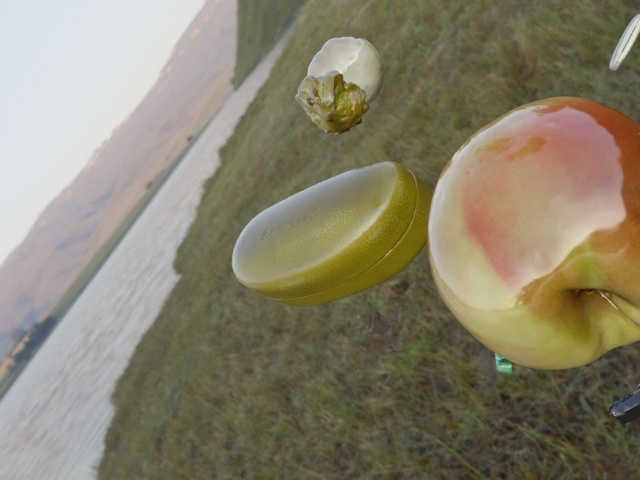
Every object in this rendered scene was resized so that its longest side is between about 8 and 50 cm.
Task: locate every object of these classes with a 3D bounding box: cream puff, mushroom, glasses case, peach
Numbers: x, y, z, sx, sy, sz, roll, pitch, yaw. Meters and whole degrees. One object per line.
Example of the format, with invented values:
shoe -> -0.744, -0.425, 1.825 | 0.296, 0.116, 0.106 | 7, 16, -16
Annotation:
cream puff -> 0.014, -0.154, 0.815 | 0.083, 0.083, 0.058 | -9, 52, 4
mushroom -> 0.051, -0.332, 1.412 | 0.154, 0.154, 0.122 | -48, 21, 18
glasses case -> 0.000, 0.000, 1.134 | 0.371, 0.141, 0.173 | -22, 53, 40
glasses case -> 0.436, -0.282, 1.013 | 0.083, 0.021, 0.032 | -63, -10, 3
peach -> 0.161, -0.009, 0.491 | 0.184, 0.184, 0.184 | -49, 13, 16

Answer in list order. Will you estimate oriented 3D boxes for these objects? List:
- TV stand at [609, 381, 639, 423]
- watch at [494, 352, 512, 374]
TV stand -> 0.547, 0.212, 1.072 | 0.249, 0.036, 0.042 | -45, 24, 40
watch -> 0.370, 0.141, 1.188 | 0.165, 0.151, 0.131 | 80, -168, -48
